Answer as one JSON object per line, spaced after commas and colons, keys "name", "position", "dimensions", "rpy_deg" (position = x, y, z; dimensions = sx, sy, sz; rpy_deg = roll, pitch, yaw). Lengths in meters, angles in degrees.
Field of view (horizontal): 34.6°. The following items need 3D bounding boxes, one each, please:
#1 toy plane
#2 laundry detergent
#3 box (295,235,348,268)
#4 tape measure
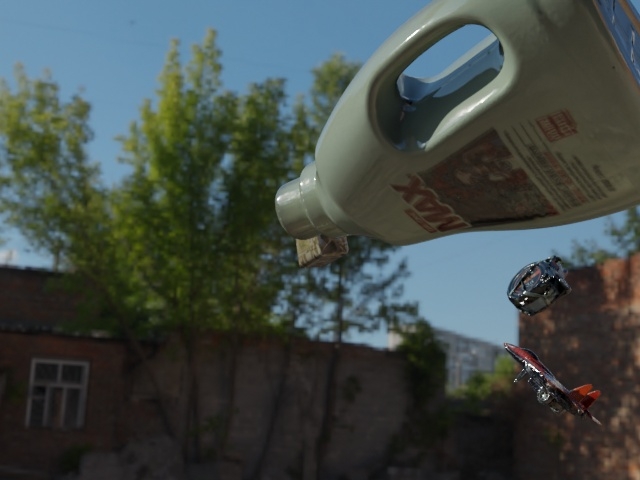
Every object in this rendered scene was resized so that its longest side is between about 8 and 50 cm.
{"name": "toy plane", "position": [0.331, 0.209, 1.523], "dimensions": [0.189, 0.061, 0.130], "rpy_deg": [30, -2, 45]}
{"name": "laundry detergent", "position": [0.116, -0.098, 0.970], "dimensions": [0.398, 0.124, 0.264], "rpy_deg": [-19, -51, 34]}
{"name": "box", "position": [0.000, 0.000, 1.365], "dimensions": [0.045, 0.062, 0.098], "rpy_deg": [-5, -8, -18]}
{"name": "tape measure", "position": [0.332, 0.069, 1.569], "dimensions": [0.094, 0.091, 0.054], "rpy_deg": [-36, -69, 25]}
